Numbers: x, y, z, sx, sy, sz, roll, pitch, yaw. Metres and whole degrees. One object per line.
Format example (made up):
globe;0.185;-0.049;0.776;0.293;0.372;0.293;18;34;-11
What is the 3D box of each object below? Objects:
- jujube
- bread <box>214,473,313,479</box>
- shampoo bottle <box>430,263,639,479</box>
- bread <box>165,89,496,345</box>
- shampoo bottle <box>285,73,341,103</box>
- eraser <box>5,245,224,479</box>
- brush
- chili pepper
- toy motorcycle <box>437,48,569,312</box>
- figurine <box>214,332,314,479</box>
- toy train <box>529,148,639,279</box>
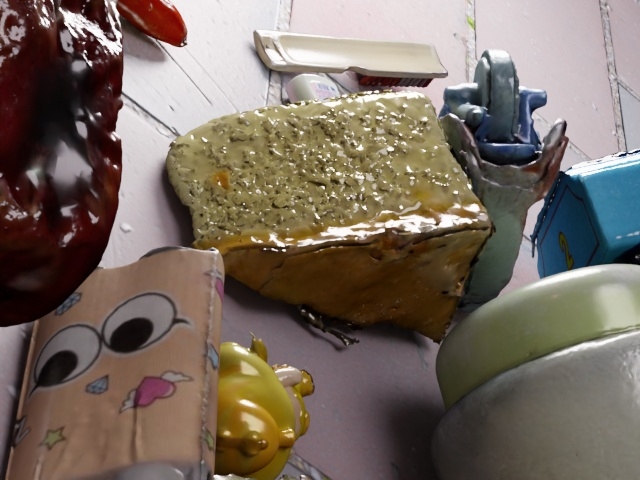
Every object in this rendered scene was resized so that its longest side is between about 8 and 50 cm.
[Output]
jujube;-0.289;-0.116;1.501;0.276;0.276;0.377;21;43;-42
bread;0.132;0.349;1.514;0.346;0.242;0.405;-9;87;-52
shampoo bottle;0.277;0.205;1.856;0.322;0.322;0.317;9;55;-51
bread;0.000;0.000;1.978;0.315;0.279;0.248;-13;56;-11
shampoo bottle;0.004;-0.141;2.169;0.072;0.043;0.099;13;46;-48
eraser;-0.157;0.134;1.500;0.290;0.171;0.087;-90;159;-50
brush;0.034;-0.222;2.313;0.321;0.050;0.060;-1;59;-47
chili pepper;-0.202;-0.263;2.013;0.169;0.065;0.088;42;15;-29
toy motorcycle;0.165;-0.061;2.122;0.182;0.319;0.241;25;65;5
figurine;-0.068;0.156;1.647;0.246;0.131;0.156;4;92;-72
toy train;0.369;0.041;2.219;0.188;0.300;0.265;-14;68;-10
